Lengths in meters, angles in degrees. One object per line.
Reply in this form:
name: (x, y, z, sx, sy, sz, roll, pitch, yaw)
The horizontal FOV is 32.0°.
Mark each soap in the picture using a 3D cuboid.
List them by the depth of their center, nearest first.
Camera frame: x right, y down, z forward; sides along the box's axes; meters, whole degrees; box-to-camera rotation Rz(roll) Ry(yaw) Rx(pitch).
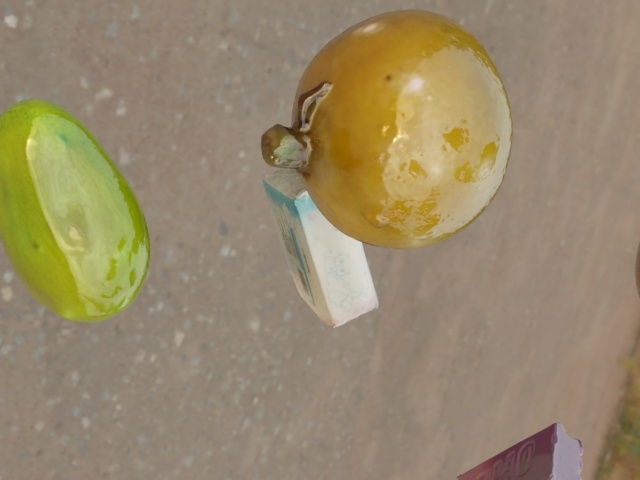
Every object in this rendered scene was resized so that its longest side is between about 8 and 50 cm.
soap: (0.283, 0.358, 1.615, 0.203, 0.065, 0.122, -39, -162, 34)

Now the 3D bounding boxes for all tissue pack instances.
tissue pack: (0.001, 0.001, 2.077, 0.124, 0.201, 0.271, -20, 112, -11)

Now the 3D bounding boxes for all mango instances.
mango: (-0.304, -0.032, 1.320, 0.149, 0.185, 0.273, -33, 101, -40)

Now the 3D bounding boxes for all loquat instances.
loquat: (0.088, -0.144, 1.505, 0.359, 0.328, 0.328, -11, 122, -27)

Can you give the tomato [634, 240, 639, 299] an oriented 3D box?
tomato: (0.559, 0.031, 1.546, 0.270, 0.222, 0.270, -29, 136, -32)
